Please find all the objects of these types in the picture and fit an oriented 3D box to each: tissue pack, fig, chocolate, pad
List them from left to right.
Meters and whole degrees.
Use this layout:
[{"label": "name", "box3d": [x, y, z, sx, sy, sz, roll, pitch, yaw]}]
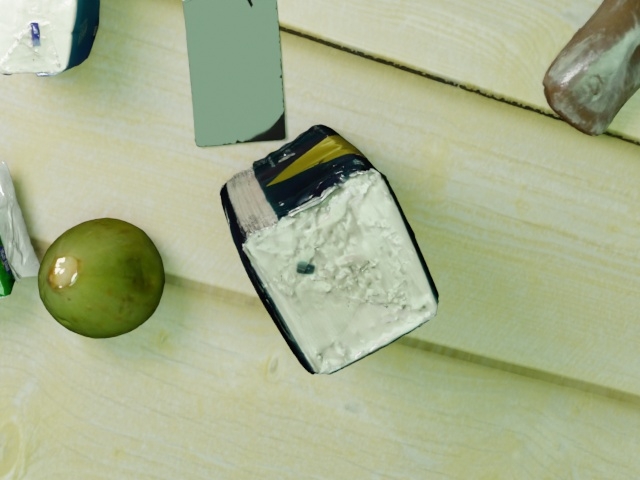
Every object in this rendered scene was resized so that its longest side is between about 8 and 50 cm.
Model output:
[{"label": "tissue pack", "box3d": [-0.562, -0.015, 1.589, 0.156, 0.148, 0.209, -17, 106, -3]}, {"label": "tissue pack", "box3d": [-0.409, -0.354, 1.455, 0.137, 0.270, 0.209, 7, 101, -11]}, {"label": "fig", "box3d": [-0.363, 0.069, 1.595, 0.207, 0.230, 0.207, -2, 105, -8]}, {"label": "pad", "box3d": [-0.145, -0.296, 1.644, 0.159, 0.009, 0.265, -5, 104, -6]}, {"label": "tissue pack", "box3d": [0.000, 0.000, 1.529, 0.253, 0.416, 0.264, -28, 107, 0]}, {"label": "chocolate", "box3d": [0.515, -0.311, 1.691, 0.157, 0.080, 0.254, 36, 98, -15]}]
